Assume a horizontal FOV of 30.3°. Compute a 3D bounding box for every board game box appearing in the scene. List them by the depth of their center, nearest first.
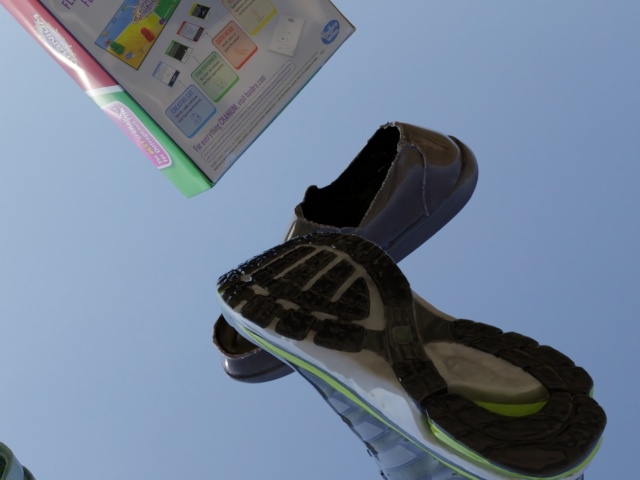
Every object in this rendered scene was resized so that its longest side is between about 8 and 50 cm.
[{"bbox_3d":[-0.148,-0.236,1.116,0.242,0.316,0.064,-50,-164,-27],"label":"board game box"}]

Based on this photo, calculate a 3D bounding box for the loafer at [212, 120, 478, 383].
[{"bbox_3d":[0.000,0.000,1.283,0.366,0.130,0.134,-47,-142,9],"label":"loafer"}]

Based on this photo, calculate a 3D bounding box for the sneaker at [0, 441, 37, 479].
[{"bbox_3d":[-0.216,0.242,0.998,0.319,0.208,0.127,-16,-153,-13],"label":"sneaker"}]

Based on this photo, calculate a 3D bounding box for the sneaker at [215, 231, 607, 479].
[{"bbox_3d":[0.040,0.094,0.740,0.111,0.121,0.300,-29,-138,-29],"label":"sneaker"}]
